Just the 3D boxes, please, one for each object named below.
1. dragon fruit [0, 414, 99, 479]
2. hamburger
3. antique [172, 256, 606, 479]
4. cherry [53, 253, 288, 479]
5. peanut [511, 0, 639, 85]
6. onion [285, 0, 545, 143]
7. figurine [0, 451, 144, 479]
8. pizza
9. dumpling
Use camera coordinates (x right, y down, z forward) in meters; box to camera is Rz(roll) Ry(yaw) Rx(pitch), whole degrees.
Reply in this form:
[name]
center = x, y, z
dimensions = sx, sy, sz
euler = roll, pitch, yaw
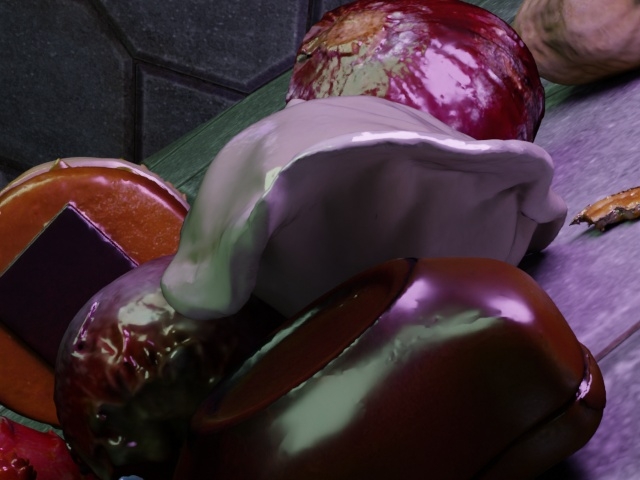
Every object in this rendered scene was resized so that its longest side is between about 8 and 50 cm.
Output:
[dragon fruit]
center = -0.271, 0.222, 1.121
dimensions = 0.189, 0.163, 0.261
euler = -11, 2, -23
[hamburger]
center = -0.236, 0.048, 1.334
dimensions = 0.291, 0.291, 0.225
euler = -38, 8, -6
[antique]
center = 0.024, 0.109, 0.738
dimensions = 0.278, 0.129, 0.223
euler = -32, 13, 28
[cherry]
center = -0.095, 0.100, 0.988
dimensions = 0.175, 0.192, 0.249
euler = -1, 15, 22
[peanut]
center = 0.276, -0.219, 1.255
dimensions = 0.129, 0.129, 0.224
euler = -44, 8, -31
[onion]
center = 0.087, -0.094, 1.143
dimensions = 0.206, 0.216, 0.206
euler = -10, 37, 30
[figurine]
center = -0.168, 0.210, 0.875
dimensions = 0.110, 0.138, 0.245
euler = 6, -13, -34
[pizza]
center = 0.220, -0.023, 0.951
dimensions = 0.083, 0.016, 0.037
euler = -21, 18, 38
[dumpling]
center = 0.050, -0.036, 0.888
dimensions = 0.318, 0.187, 0.243
euler = -9, -19, -33
